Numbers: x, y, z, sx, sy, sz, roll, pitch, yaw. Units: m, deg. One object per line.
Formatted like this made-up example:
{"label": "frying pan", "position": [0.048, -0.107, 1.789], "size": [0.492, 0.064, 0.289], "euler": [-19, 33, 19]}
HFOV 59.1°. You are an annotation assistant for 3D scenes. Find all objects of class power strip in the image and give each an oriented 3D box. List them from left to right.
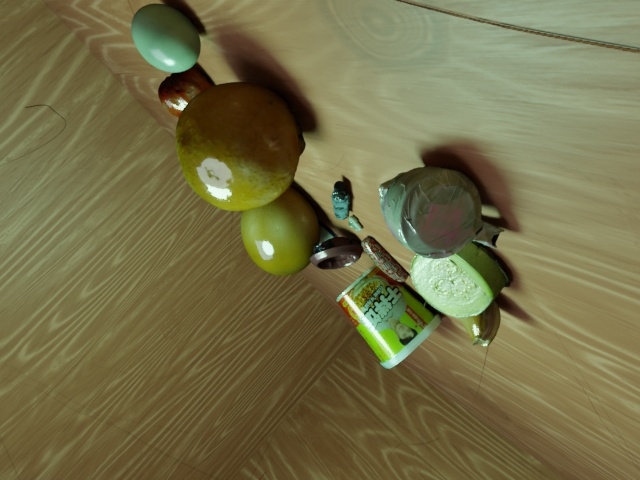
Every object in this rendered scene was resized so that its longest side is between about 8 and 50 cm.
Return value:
{"label": "power strip", "position": [0.105, -0.049, 1.792], "size": [0.055, 0.035, 0.083], "euler": [38, 171, 22]}

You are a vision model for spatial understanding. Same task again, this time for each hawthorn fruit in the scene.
{"label": "hawthorn fruit", "position": [-0.395, -0.435, 1.736], "size": [0.194, 0.157, 0.157], "euler": [40, 172, -28]}

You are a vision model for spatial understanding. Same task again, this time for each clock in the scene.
{"label": "clock", "position": [0.000, 0.000, 2.260], "size": [0.230, 0.083, 0.230], "euler": [38, 170, 8]}

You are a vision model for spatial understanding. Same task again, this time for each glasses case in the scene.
{"label": "glasses case", "position": [0.205, 0.067, 1.851], "size": [0.194, 0.049, 0.073], "euler": [44, 170, -12]}

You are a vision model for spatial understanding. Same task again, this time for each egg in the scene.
{"label": "egg", "position": [-0.386, -0.506, 1.410], "size": [0.192, 0.149, 0.149], "euler": [40, 169, 13]}
{"label": "egg", "position": [-0.145, -0.040, 2.040], "size": [0.283, 0.283, 0.350], "euler": [23, 132, 61]}

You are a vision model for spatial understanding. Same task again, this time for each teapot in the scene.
{"label": "teapot", "position": [0.221, -0.067, 1.072], "size": [0.178, 0.222, 0.163], "euler": [-138, 43, -66]}

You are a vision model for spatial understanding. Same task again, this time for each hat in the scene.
{"label": "hat", "position": [0.055, 0.037, 2.009], "size": [0.205, 0.206, 0.089], "euler": [74, -176, -71]}

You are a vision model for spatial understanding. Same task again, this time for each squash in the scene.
{"label": "squash", "position": [0.312, 0.071, 1.288], "size": [0.220, 0.133, 0.220], "euler": [40, 164, 15]}

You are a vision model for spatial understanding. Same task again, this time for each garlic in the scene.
{"label": "garlic", "position": [0.385, 0.168, 1.447], "size": [0.115, 0.128, 0.207], "euler": [-2, -152, -36]}

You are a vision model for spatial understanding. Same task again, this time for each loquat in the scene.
{"label": "loquat", "position": [-0.201, -0.232, 1.404], "size": [0.328, 0.328, 0.328], "euler": [41, 170, 9]}

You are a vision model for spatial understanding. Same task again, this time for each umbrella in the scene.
{"label": "umbrella", "position": [0.059, -0.117, 1.640], "size": [0.250, 0.052, 0.053], "euler": [76, 179, -73]}

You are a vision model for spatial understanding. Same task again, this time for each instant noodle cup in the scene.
{"label": "instant noodle cup", "position": [0.230, 0.260, 2.033], "size": [0.308, 0.294, 0.294], "euler": [48, 170, 8]}
